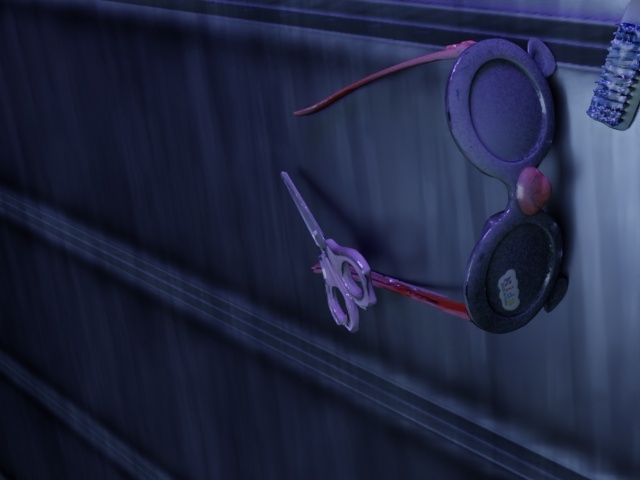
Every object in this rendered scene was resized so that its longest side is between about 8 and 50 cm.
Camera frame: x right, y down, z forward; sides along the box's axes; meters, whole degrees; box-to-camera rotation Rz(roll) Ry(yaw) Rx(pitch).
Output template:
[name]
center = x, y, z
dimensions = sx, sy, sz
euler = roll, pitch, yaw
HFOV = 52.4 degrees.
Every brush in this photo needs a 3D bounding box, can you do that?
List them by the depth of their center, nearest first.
[brush]
center = 0.225, -0.163, 0.447
dimensions = 0.033, 0.030, 0.178
euler = 35, 125, 38

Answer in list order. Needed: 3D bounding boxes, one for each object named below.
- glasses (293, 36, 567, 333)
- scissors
[glasses]
center = 0.091, -0.052, 0.595
dimensions = 0.268, 0.118, 0.234
euler = 15, 117, 58
[scissors]
center = 0.000, 0.000, 0.647
dimensions = 0.189, 0.015, 0.100
euler = 60, 150, 27
